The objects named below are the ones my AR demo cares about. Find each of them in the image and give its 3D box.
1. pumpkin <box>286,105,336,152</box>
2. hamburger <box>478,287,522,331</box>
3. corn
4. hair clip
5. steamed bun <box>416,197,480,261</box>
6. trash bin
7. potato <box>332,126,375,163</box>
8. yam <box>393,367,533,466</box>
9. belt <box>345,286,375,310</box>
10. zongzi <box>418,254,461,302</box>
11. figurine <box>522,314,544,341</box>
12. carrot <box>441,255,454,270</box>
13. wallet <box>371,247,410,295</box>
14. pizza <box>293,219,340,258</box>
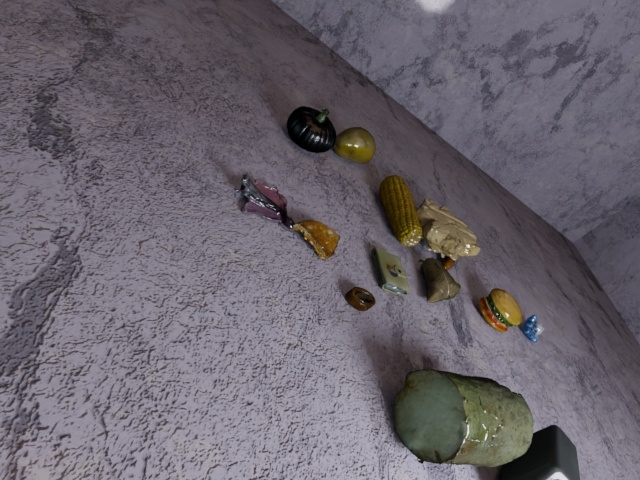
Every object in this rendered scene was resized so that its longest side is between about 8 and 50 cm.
[{"bbox_3d":[-0.033,-0.407,1.575,0.194,0.150,0.194,5,66,-10],"label":"pumpkin"},{"bbox_3d":[0.666,0.257,1.579,0.162,0.115,0.162,29,37,-24],"label":"hamburger"},{"bbox_3d":[0.301,-0.123,1.625,0.120,0.120,0.363,25,36,-27],"label":"corn"},{"bbox_3d":[-0.157,-0.114,1.172,0.187,0.056,0.146,32,35,-38],"label":"hair clip"},{"bbox_3d":[0.472,-0.022,1.662,0.295,0.137,0.292,45,30,16],"label":"steamed bun"},{"bbox_3d":[0.510,0.553,0.999,0.101,0.176,0.236,50,28,12],"label":"trash bin"},{"bbox_3d":[0.134,-0.391,1.751,0.194,0.157,0.157,-7,56,-36],"label":"potato"},{"bbox_3d":[0.331,0.403,0.964,0.300,0.195,0.195,19,39,-33],"label":"yam"},{"bbox_3d":[0.108,0.160,1.147,0.083,0.036,0.059,23,43,-29],"label":"belt"},{"bbox_3d":[0.363,0.126,1.446,0.178,0.081,0.189,-7,50,-40],"label":"zongzi"},{"bbox_3d":[0.847,0.353,1.702,0.079,0.114,0.114,8,13,37],"label":"figurine"},{"bbox_3d":[0.501,0.086,1.666,0.048,0.048,0.139,46,34,5],"label":"carrot"},{"bbox_3d":[0.218,0.100,1.340,0.110,0.039,0.155,21,37,-26],"label":"wallet"},{"bbox_3d":[0.000,0.000,1.206,0.178,0.041,0.130,3,55,-52],"label":"pizza"}]
